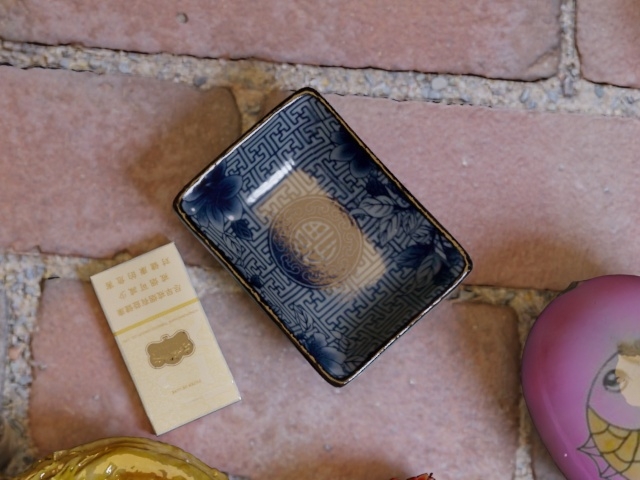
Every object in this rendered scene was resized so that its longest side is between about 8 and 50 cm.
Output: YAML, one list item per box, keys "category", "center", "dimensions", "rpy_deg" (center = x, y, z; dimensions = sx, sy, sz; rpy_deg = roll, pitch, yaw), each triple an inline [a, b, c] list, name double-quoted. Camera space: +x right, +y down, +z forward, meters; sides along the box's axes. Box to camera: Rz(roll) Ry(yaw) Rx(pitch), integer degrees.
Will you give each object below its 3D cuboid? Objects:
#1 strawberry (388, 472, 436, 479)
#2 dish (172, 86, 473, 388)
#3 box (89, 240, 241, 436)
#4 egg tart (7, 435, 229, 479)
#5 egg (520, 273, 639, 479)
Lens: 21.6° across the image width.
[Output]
- category: "strawberry"
  center: [0.030, 0.357, 1.515]
  dimensions: [0.137, 0.306, 0.233]
  rpy_deg: [-5, 125, 25]
- category: "dish"
  center: [0.000, 0.000, 1.604]
  dimensions: [0.182, 0.080, 0.243]
  rpy_deg: [-42, 85, -9]
- category: "box"
  center: [-0.148, 0.094, 1.607]
  dimensions: [0.090, 0.024, 0.167]
  rpy_deg: [-23, 84, -7]
- category: "egg tart"
  center: [-0.185, 0.320, 1.526]
  dimensions: [0.295, 0.116, 0.295]
  rpy_deg: [1, 79, -5]
- category: "egg"
  center: [0.302, 0.159, 1.549]
  dimensions: [0.196, 0.196, 0.271]
  rpy_deg: [-43, 97, -9]
